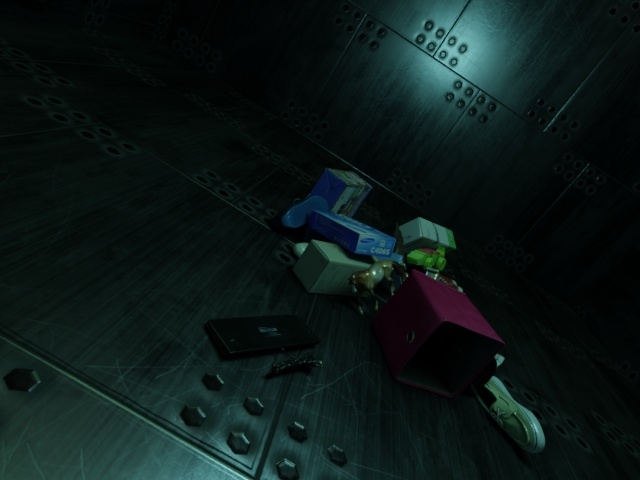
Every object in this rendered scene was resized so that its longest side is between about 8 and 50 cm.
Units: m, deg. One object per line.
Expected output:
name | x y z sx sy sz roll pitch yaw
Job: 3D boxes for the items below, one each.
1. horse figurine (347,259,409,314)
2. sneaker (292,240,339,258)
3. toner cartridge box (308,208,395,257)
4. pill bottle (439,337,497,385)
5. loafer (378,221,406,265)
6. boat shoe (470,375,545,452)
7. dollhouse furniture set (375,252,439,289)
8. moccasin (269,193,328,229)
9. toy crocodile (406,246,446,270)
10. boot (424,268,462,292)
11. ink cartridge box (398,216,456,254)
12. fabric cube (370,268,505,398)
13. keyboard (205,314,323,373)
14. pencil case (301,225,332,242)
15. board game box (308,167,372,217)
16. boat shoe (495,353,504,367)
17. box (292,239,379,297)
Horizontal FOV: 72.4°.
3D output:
horse figurine | 0.197 0.140 1.508 0.263 0.174 0.066 -29 25 -29
sneaker | 0.028 0.032 1.671 0.290 0.123 0.106 13 31 -41
toner cartridge box | 0.107 -0.032 1.633 0.165 0.075 0.348 6 14 -32
pill bottle | 0.486 0.391 1.511 0.123 0.122 0.219 21 9 -29
loafer | 0.353 0.034 2.172 0.130 0.134 0.365 55 24 -21
boat shoe | 0.585 0.551 1.403 0.094 0.109 0.302 9 19 -18
dollhouse furniture set | 0.291 0.212 1.725 0.304 0.198 0.286 17 -29 28
moccasin | -0.086 -0.121 1.805 0.342 0.117 0.137 -13 95 -58
toy crocodile | 0.531 0.083 2.161 0.115 0.105 0.341 24 13 39
boot | 0.593 0.216 2.146 0.176 0.088 0.244 32 13 -4
ink cartridge box | 0.548 -0.002 2.342 0.289 0.211 0.121 18 58 -37
fabric cube | 0.357 0.293 1.390 0.259 0.254 0.258 24 23 -23
keyboard | -0.114 0.259 1.091 0.317 0.033 0.201 7 27 -48
pencil case | 0.000 0.000 1.777 0.152 0.064 0.070 25 7 -22
board game box | 0.085 -0.213 2.133 0.141 0.232 0.291 42 21 20
boat shoe | 0.630 0.465 1.660 0.084 0.095 0.258 39 11 26
box | 0.072 0.105 1.544 0.311 0.148 0.121 13 28 -45
